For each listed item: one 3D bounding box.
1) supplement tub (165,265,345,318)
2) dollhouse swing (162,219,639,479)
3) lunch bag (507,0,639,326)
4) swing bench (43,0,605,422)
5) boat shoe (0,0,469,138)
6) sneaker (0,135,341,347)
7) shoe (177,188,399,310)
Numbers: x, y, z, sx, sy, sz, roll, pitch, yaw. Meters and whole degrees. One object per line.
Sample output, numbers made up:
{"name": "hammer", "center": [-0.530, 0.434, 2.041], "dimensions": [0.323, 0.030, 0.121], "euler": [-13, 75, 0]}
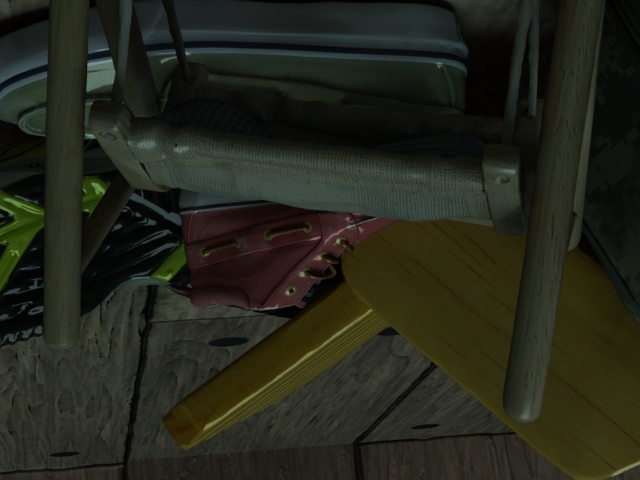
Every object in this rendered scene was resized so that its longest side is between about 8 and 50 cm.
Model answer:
{"name": "supplement tub", "center": [-0.041, 0.008, 1.252], "dimensions": [0.106, 0.106, 0.198], "euler": [-17, 161, 34]}
{"name": "dollhouse swing", "center": [0.122, 0.109, 1.120], "dimensions": [0.305, 0.315, 0.347], "euler": [-52, 170, 13]}
{"name": "lunch bag", "center": [0.299, -0.074, 0.909], "dimensions": [0.256, 0.213, 0.305], "euler": [-37, 152, 24]}
{"name": "swing bench", "center": [0.001, -0.074, 0.726], "dimensions": [0.253, 0.165, 0.255], "euler": [9, 128, 11]}
{"name": "boat shoe", "center": [-0.054, -0.088, 0.934], "dimensions": [0.302, 0.094, 0.109], "euler": [-4, 164, -6]}
{"name": "sneaker", "center": [-0.120, -0.039, 1.075], "dimensions": [0.384, 0.145, 0.147], "euler": [-10, -156, -16]}
{"name": "shoe", "center": [0.000, 0.000, 0.941], "dimensions": [0.178, 0.081, 0.063], "euler": [-5, 179, 15]}
